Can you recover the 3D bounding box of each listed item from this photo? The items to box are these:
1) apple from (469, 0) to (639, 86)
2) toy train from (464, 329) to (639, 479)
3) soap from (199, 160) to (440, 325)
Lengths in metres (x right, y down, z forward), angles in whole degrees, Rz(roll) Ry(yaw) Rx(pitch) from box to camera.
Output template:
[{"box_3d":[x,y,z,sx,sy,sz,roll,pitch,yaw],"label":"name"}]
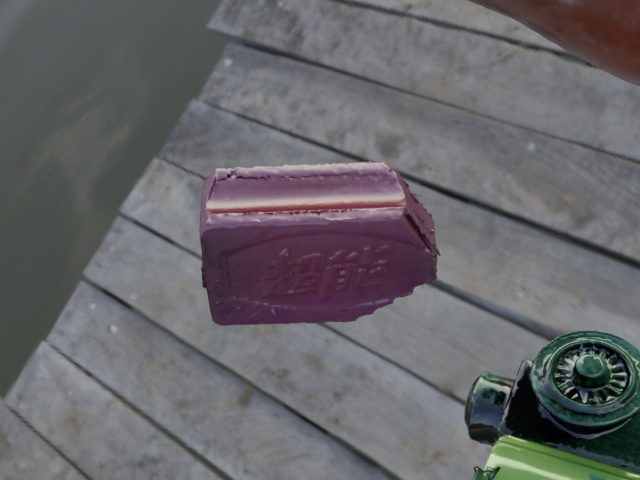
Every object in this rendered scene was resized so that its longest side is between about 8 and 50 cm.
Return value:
[{"box_3d":[0.139,-0.195,0.298,0.348,0.348,0.277,12,79,38],"label":"apple"},{"box_3d":[0.176,0.138,0.443,0.253,0.105,0.157,14,52,21],"label":"toy train"},{"box_3d":[0.000,0.000,1.029,0.250,0.162,0.099,-4,41,0],"label":"soap"}]
